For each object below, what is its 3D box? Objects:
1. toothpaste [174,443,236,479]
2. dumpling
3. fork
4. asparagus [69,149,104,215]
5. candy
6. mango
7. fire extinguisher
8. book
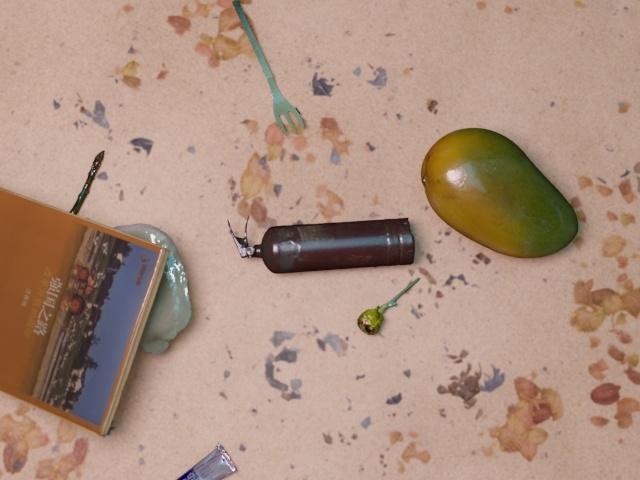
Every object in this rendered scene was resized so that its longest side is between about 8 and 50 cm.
[{"bbox_3d":[-0.200,0.353,1.305,0.170,0.028,0.045,-33,76,-10],"label":"toothpaste"},{"bbox_3d":[-0.273,0.057,1.319,0.216,0.105,0.149,34,69,9],"label":"dumpling"},{"bbox_3d":[-0.084,-0.266,1.428,0.039,0.021,0.235,-22,80,-11],"label":"fork"},{"bbox_3d":[-0.358,-0.064,1.377,0.016,0.016,0.163,21,80,20],"label":"asparagus"},{"bbox_3d":[0.104,0.095,1.371,0.123,0.035,0.035,-39,72,-19],"label":"candy"},{"bbox_3d":[0.263,-0.062,1.368,0.251,0.114,0.156,38,70,-8],"label":"mango"},{"bbox_3d":[0.000,0.000,1.356,0.267,0.072,0.089,-4,89,-4],"label":"fire extinguisher"},{"bbox_3d":[-0.409,0.077,1.272,0.373,0.028,0.263,19,89,17],"label":"book"}]
